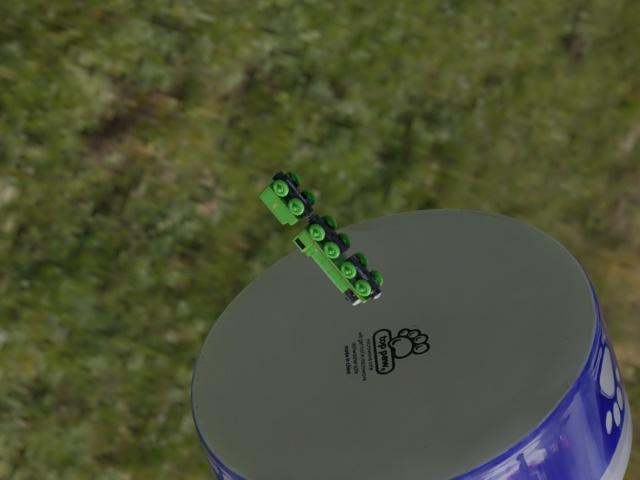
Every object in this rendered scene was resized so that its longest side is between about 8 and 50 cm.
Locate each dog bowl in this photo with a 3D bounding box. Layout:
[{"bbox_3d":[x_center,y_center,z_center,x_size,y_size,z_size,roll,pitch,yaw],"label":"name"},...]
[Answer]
[{"bbox_3d":[0.056,0.101,1.245,0.265,0.265,0.104,-49,136,-32],"label":"dog bowl"}]

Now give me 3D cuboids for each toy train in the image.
[{"bbox_3d":[0.000,0.000,1.023,0.024,0.083,0.017,-41,177,40],"label":"toy train"}]
